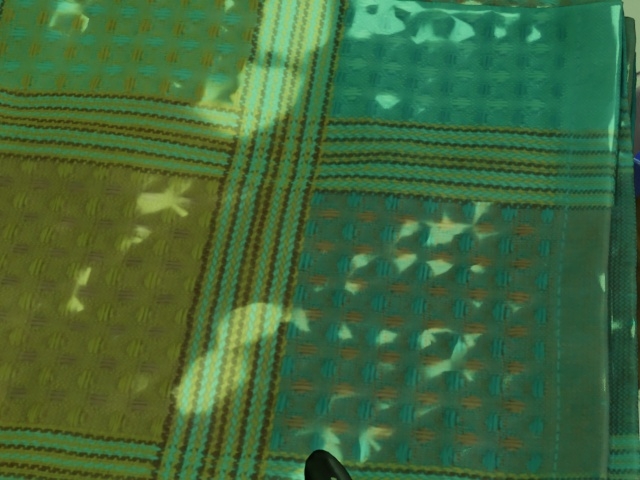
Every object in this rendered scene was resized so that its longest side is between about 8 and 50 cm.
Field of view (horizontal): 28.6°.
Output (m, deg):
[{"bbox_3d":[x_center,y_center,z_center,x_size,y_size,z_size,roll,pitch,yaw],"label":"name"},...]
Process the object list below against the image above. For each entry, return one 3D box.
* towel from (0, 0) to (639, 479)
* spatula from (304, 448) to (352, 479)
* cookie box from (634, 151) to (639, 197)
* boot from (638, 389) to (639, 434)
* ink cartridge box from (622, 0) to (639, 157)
[{"bbox_3d":[-0.059,-0.006,0.492,0.370,0.040,0.271,5,58,4],"label":"towel"},{"bbox_3d":[0.042,0.205,0.408,0.030,0.084,0.296,-16,98,-11],"label":"spatula"},{"bbox_3d":[0.185,-0.085,0.829,0.092,0.040,0.107,30,46,2],"label":"cookie box"},{"bbox_3d":[0.186,0.145,0.557,0.123,0.095,0.258,-21,73,-41],"label":"boot"},{"bbox_3d":[0.063,-0.111,0.708,0.168,0.171,0.233,-26,66,-37],"label":"ink cartridge box"}]
